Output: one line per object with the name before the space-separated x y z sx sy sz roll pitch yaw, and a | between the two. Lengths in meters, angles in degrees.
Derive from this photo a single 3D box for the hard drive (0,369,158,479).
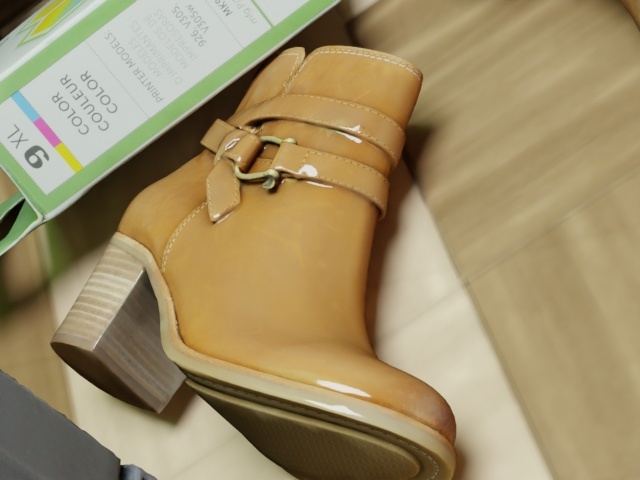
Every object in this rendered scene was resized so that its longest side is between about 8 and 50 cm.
hard drive | -0.176 0.145 0.530 0.339 0.237 0.064 -20 47 25

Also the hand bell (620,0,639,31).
hand bell | 0.098 -0.109 0.632 0.126 0.126 0.242 -43 52 3

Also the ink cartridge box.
ink cartridge box | -0.090 -0.075 0.741 0.209 0.062 0.109 -36 17 11

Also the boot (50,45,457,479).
boot | 0.000 0.000 0.631 0.197 0.073 0.152 17 65 43
